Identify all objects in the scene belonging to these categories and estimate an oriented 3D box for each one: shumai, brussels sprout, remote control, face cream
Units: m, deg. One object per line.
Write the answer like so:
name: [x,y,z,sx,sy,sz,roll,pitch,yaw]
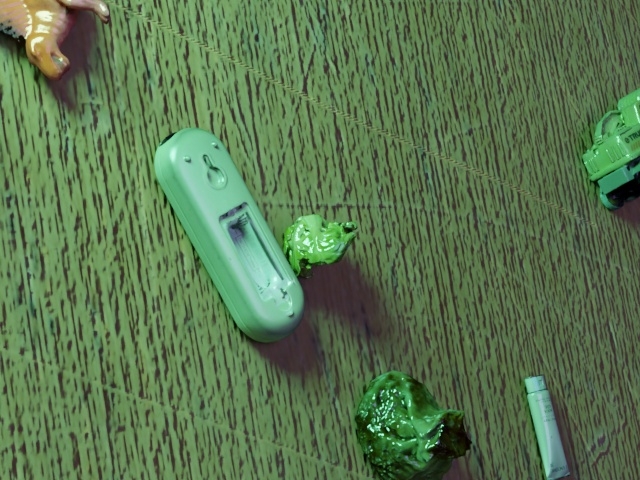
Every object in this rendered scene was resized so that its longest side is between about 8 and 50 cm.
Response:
shumai: [0.098,0.184,1.629,0.099,0.087,0.124,-30,93,-41]
brussels sprout: [0.000,0.000,1.627,0.085,0.085,0.058,-16,82,-43]
remote control: [-0.083,-0.006,1.575,0.078,0.042,0.221,-31,96,-42]
face cream: [0.243,0.202,1.791,0.038,0.020,0.115,-6,81,-42]

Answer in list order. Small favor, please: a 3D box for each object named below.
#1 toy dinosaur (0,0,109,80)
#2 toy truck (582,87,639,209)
toy dinosaur: [-0.281,-0.278,1.511,0.139,0.070,0.286,-7,76,-19]
toy truck: [0.389,-0.121,1.995,0.191,0.085,0.116,-26,87,-41]
